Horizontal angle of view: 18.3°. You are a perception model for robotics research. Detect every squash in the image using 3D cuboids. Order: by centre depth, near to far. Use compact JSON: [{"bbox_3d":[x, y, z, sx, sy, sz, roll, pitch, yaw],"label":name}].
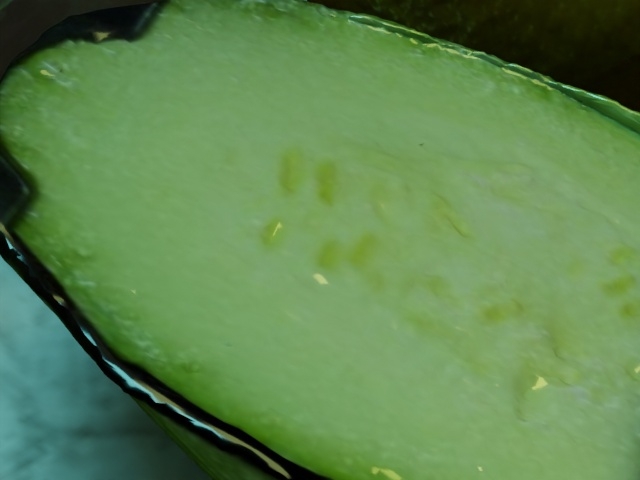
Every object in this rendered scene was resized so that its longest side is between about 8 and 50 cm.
[{"bbox_3d":[-0.004,0.019,0.509,0.184,0.085,0.192,23,38,3],"label":"squash"}]

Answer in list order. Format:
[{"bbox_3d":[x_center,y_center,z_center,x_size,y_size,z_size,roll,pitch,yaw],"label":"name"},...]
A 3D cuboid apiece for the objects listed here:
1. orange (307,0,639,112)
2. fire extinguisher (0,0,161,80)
[{"bbox_3d":[0.085,-0.124,0.656,0.206,0.206,0.206,11,36,-8],"label":"orange"},{"bbox_3d":[-0.106,-0.110,0.627,0.075,0.106,0.252,-20,46,-14],"label":"fire extinguisher"}]
